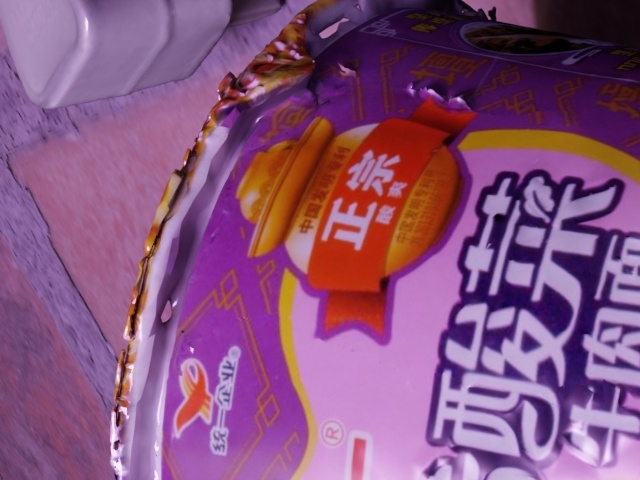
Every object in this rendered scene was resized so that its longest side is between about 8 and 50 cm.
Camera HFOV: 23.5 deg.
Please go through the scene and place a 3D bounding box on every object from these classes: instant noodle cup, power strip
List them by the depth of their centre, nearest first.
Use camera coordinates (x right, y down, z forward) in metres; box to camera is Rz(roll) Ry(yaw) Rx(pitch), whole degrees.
[{"bbox_3d":[0.127,0.069,0.568,0.266,0.340,0.340,7,124,37],"label":"instant noodle cup"},{"bbox_3d":[-0.124,-0.208,0.809,0.229,0.141,0.261,-42,70,54],"label":"power strip"}]
